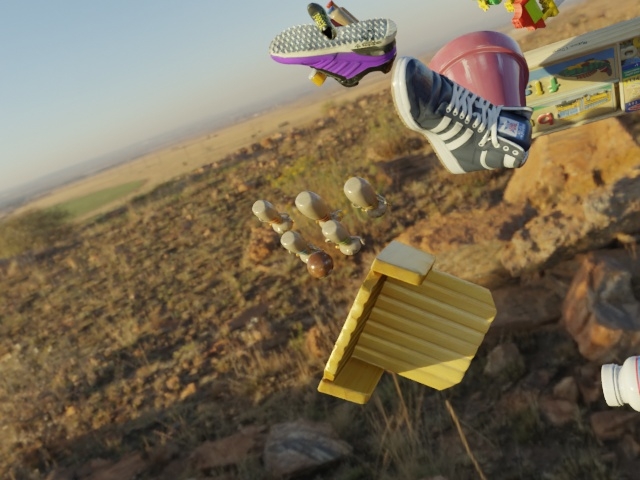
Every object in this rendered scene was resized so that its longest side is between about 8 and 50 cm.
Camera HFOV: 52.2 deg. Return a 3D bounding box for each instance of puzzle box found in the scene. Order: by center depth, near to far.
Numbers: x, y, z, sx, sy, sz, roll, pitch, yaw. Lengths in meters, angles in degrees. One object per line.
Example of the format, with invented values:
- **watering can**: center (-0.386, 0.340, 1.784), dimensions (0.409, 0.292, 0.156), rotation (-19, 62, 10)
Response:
- **puzzle box**: center (0.587, -0.362, 1.541), dimensions (0.408, 0.272, 0.052), rotation (-14, 59, 21)

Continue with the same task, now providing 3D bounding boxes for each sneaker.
- **sneaker**: center (0.229, -0.192, 0.998), dimensions (0.153, 0.282, 0.099), rotation (3, 69, 37)
- **sneaker**: center (0.005, -0.422, 1.258), dimensions (0.031, 0.083, 0.035), rotation (-34, 26, 22)
- **sneaker**: center (0.031, -0.409, 1.486), dimensions (0.293, 0.146, 0.102), rotation (-2, 52, 9)

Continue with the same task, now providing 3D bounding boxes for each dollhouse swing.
- **dollhouse swing**: center (0.223, 0.229, 1.537), dimensions (0.305, 0.347, 0.315), rotation (26, 17, 10)

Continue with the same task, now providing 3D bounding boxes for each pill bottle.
- **pill bottle**: center (0.528, 0.220, 1.011), dimensions (0.160, 0.087, 0.087), rotation (-11, 16, 32)

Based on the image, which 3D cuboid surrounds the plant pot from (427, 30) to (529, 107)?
- **plant pot**: center (0.316, -0.272, 1.271), dimensions (0.201, 0.201, 0.180), rotation (-16, 52, 15)

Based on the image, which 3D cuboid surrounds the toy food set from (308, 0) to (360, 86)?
- **toy food set**: center (0.024, -0.540, 1.752), dimensions (0.232, 0.104, 0.111), rotation (-58, 18, -12)

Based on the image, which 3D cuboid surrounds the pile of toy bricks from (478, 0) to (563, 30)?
- **pile of toy bricks**: center (0.232, -0.378, 0.909), dimensions (0.105, 0.212, 0.118), rotation (-46, 26, -5)

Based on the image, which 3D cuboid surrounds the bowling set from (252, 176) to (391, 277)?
- **bowling set**: center (0.000, 0.000, 1.373), dimensions (0.287, 0.200, 0.154), rotation (-9, -23, 24)
